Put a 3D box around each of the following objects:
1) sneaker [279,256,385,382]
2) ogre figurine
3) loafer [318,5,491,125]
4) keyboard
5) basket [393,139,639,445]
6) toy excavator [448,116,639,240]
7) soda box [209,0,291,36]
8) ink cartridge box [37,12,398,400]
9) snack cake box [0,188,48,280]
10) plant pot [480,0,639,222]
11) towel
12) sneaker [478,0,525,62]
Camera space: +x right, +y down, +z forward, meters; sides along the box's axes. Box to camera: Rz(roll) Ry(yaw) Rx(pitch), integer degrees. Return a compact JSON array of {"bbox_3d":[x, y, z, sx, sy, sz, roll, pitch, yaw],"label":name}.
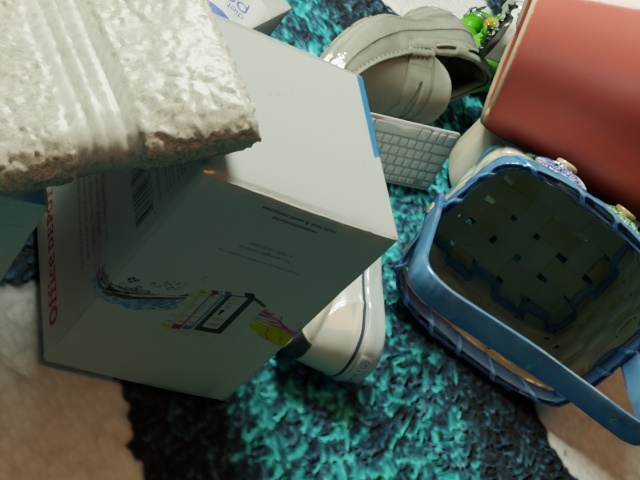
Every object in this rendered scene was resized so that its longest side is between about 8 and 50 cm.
[{"bbox_3d":[0.000,0.000,1.235,0.091,0.094,0.258,23,42,-32],"label":"sneaker"},{"bbox_3d":[0.225,-0.221,1.654,0.118,0.097,0.197,-19,61,-39],"label":"ogre figurine"},{"bbox_3d":[0.086,-0.173,1.470,0.111,0.112,0.319,43,35,13],"label":"loafer"},{"bbox_3d":[0.027,-0.097,1.375,0.256,0.072,0.014,9,38,-38],"label":"keyboard"},{"bbox_3d":[0.190,0.041,1.281,0.255,0.201,0.289,36,28,-12],"label":"basket"},{"bbox_3d":[0.398,-0.073,1.606,0.433,0.222,0.445,41,46,-3],"label":"toy excavator"},{"bbox_3d":[-0.147,-0.176,1.267,0.091,0.098,0.286,47,36,3],"label":"soda box"},{"bbox_3d":[-0.087,-0.019,1.058,0.168,0.233,0.171,18,44,-32],"label":"ink cartridge box"},{"bbox_3d":[-0.277,-0.087,1.014,0.089,0.152,0.264,12,47,-33],"label":"snack cake box"},{"bbox_3d":[0.303,-0.159,1.376,0.243,0.275,0.275,21,39,1],"label":"plant pot"},{"bbox_3d":[-0.166,-0.152,0.941,0.187,0.049,0.282,-12,53,-18],"label":"towel"},{"bbox_3d":[0.256,-0.252,1.578,0.106,0.078,0.234,35,47,-6],"label":"sneaker"}]
